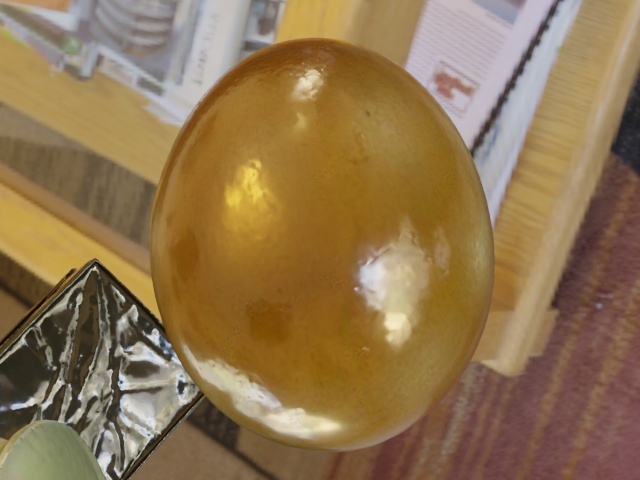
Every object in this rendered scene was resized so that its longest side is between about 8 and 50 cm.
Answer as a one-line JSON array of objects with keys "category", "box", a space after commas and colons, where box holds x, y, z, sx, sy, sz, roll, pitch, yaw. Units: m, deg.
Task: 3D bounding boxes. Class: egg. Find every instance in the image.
[{"category": "egg", "box": [0.000, 0.000, 1.012, 0.283, 0.283, 0.351, -22, 66, 37]}]

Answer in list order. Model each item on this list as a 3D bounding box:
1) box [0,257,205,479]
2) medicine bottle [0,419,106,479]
[{"category": "box", "box": [-0.353, 0.229, 1.690, 0.251, 0.345, 0.204, 46, 156, -10]}, {"category": "medicine bottle", "box": [-0.198, 0.176, 0.670, 0.143, 0.147, 0.147, -9, 82, 16]}]
